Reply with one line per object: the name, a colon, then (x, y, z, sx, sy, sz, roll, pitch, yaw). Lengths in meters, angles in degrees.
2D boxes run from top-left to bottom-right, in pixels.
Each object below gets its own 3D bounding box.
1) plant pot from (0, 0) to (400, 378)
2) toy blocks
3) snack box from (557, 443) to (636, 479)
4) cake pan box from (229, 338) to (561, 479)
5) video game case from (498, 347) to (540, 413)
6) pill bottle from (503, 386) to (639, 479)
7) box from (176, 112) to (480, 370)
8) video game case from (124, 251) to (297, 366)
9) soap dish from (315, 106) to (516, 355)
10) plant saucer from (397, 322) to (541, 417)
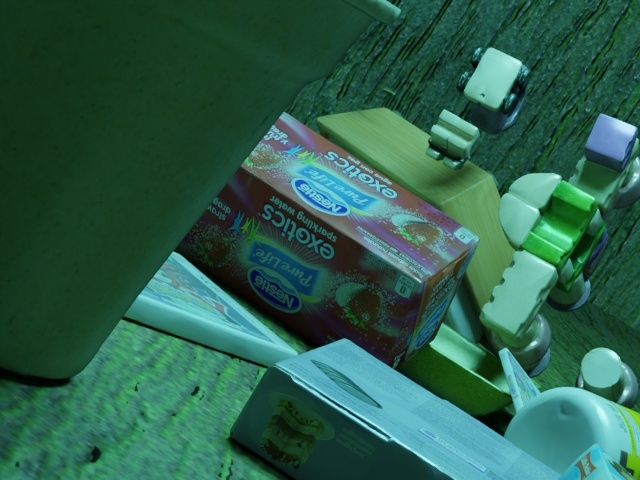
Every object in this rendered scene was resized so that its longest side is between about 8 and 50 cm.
plant pot: (-0.170, -0.096, 1.212, 0.334, 0.305, 0.334, 30, 6, -4)
toy blocks: (0.252, 0.008, 2.098, 0.309, 0.288, 0.260, 28, -8, 16)
snack box: (0.278, 0.275, 1.227, 0.322, 0.060, 0.187, 42, 8, -7)
cake pan box: (0.086, 0.170, 1.404, 0.267, 0.070, 0.246, 32, 9, 8)
video game case: (0.203, 0.167, 1.856, 0.087, 0.011, 0.122, 51, 15, -31)
pill bottle: (0.256, 0.203, 1.660, 0.215, 0.117, 0.117, 24, 10, -43)
box: (0.000, 0.000, 1.830, 0.257, 0.128, 0.123, 34, 35, 17)
video game case: (-0.136, 0.033, 1.596, 0.201, 0.023, 0.183, 23, 11, -47)
soap dish: (0.119, -0.018, 2.275, 0.291, 0.118, 0.229, 38, -23, 54)
plant saucer: (0.118, 0.119, 1.964, 0.188, 0.045, 0.188, 32, 8, 12)
